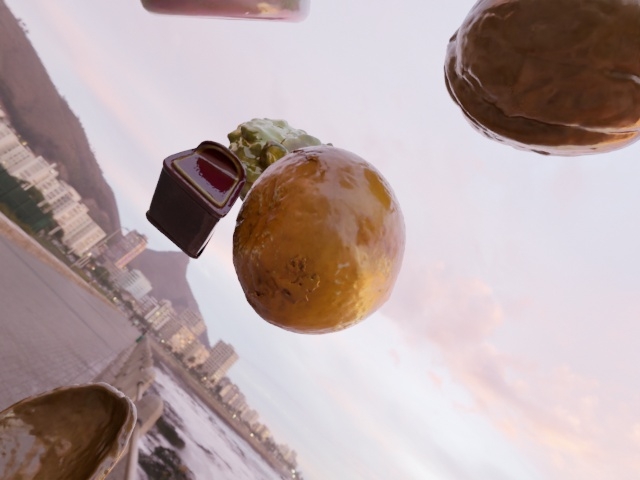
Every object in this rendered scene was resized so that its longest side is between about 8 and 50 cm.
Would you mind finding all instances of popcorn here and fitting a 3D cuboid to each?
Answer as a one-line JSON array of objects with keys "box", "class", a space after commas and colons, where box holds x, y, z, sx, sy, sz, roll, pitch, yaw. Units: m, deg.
[{"box": [-0.061, -0.151, 0.838, 0.174, 0.285, 0.225, -63, -145, 34], "class": "popcorn"}]

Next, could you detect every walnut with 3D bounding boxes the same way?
[{"box": [0.332, -0.249, 0.576, 0.312, 0.277, 0.252, 18, -66, 22], "class": "walnut"}]

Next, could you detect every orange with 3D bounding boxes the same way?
[{"box": [-0.002, 0.001, 0.486, 0.193, 0.219, 0.219, 32, -20, -20], "class": "orange"}]

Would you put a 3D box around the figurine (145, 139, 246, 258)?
[{"box": [-0.125, -0.057, 0.467, 0.082, 0.098, 0.154, 45, -43, -3], "class": "figurine"}]

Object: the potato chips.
[{"box": [-0.271, 0.218, 0.373, 0.150, 0.201, 0.049, 17, -51, 29], "class": "potato chips"}]

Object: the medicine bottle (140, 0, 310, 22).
[{"box": [-0.111, -0.459, 0.446, 0.219, 0.219, 0.389, 25, -56, 36], "class": "medicine bottle"}]
